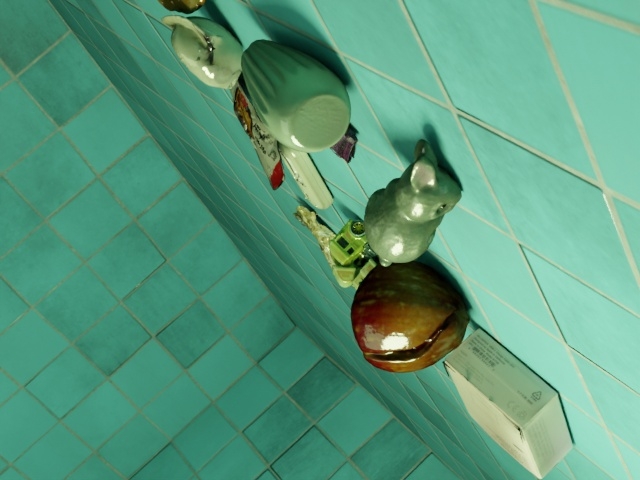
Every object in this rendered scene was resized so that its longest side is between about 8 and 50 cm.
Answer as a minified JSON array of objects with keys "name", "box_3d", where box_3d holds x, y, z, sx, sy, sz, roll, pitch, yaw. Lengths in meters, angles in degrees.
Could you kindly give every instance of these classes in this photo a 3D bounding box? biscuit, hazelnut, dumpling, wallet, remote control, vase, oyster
[{"name":"biscuit","box_3d":[-0.255,-0.460,1.769,0.170,0.050,0.170,43,160,20]},{"name":"hazelnut","box_3d":[0.163,0.131,1.908,0.218,0.218,0.234,46,-171,14]},{"name":"dumpling","box_3d":[-0.203,-0.339,1.835,0.150,0.092,0.176,49,-159,25]},{"name":"wallet","box_3d":[-0.002,-0.202,1.716,0.166,0.030,0.111,47,172,9]},{"name":"remote control","box_3d":[-0.035,-0.138,2.099,0.078,0.042,0.221,39,166,40]},{"name":"vase","box_3d":[-0.049,-0.227,1.570,0.128,0.128,0.248,56,177,-40]},{"name":"oyster","box_3d":[0.002,-0.003,2.434,0.200,0.061,0.106,44,169,26]}]

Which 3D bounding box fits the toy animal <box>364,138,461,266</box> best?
[{"name":"toy animal","box_3d":[0.138,-0.050,1.472,0.108,0.138,0.236,19,160,-11]}]

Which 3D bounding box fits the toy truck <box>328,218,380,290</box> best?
[{"name":"toy truck","box_3d":[0.093,0.059,2.095,0.191,0.116,0.085,45,169,15]}]

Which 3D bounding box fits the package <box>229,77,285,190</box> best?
[{"name":"package","box_3d":[-0.124,-0.220,2.038,0.239,0.030,0.154,63,168,4]}]

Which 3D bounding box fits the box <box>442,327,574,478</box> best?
[{"name":"box","box_3d":[0.352,0.307,1.963,0.203,0.106,0.251,40,167,37]}]

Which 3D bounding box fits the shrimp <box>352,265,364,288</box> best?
[{"name":"shrimp","box_3d":[0.164,0.133,2.237,0.289,0.075,0.178,47,163,11]}]
